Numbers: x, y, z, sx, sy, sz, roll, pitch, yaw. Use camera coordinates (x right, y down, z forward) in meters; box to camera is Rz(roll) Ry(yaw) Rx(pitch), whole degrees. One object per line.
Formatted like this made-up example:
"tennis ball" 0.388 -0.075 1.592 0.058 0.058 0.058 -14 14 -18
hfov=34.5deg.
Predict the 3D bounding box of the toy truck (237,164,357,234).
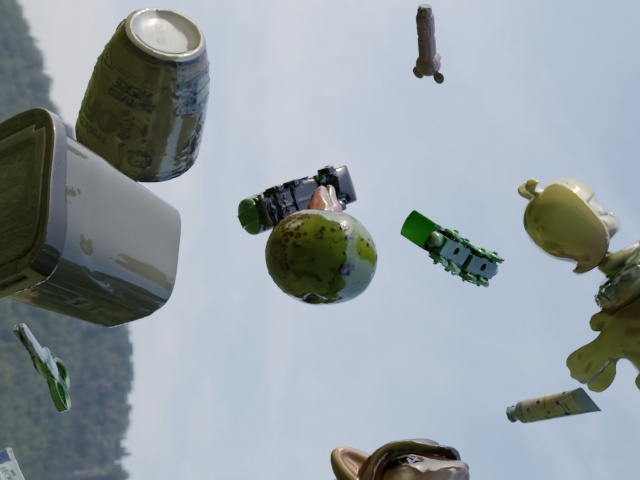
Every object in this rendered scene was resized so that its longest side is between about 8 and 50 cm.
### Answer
"toy truck" -0.050 -0.080 2.145 0.125 0.242 0.101 -10 -81 59

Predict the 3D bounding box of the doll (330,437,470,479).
"doll" 0.131 0.415 1.429 0.318 0.209 0.340 54 16 -20

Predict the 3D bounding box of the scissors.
"scissors" -0.478 0.208 1.779 0.101 0.027 0.204 -110 -178 -45

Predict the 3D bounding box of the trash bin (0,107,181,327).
"trash bin" -0.330 -0.011 1.353 0.219 0.250 0.219 -16 -121 34

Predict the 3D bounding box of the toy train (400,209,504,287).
"toy train" 0.260 0.019 2.010 0.119 0.251 0.085 35 -85 38

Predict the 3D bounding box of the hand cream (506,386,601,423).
"hand cream" 0.399 0.290 1.796 0.170 0.065 0.043 -20 -149 44

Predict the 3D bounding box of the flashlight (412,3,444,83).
"flashlight" 0.142 -0.261 1.364 0.052 0.031 0.110 22 -43 34

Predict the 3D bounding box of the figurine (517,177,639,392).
"figurine" 0.414 0.065 1.420 0.394 0.274 0.226 43 1 6

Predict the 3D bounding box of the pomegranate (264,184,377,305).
"pomegranate" 0.000 0.000 1.972 0.214 0.214 0.248 130 -34 -57

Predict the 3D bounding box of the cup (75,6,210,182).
"cup" -0.301 -0.295 1.812 0.257 0.227 0.301 -62 -140 42

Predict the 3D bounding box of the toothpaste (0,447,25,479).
"toothpaste" -0.330 0.342 1.188 0.062 0.037 0.216 27 38 -83

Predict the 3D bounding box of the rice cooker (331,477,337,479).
"rice cooker" 0.071 0.452 1.739 0.145 0.127 0.206 65 -31 17
